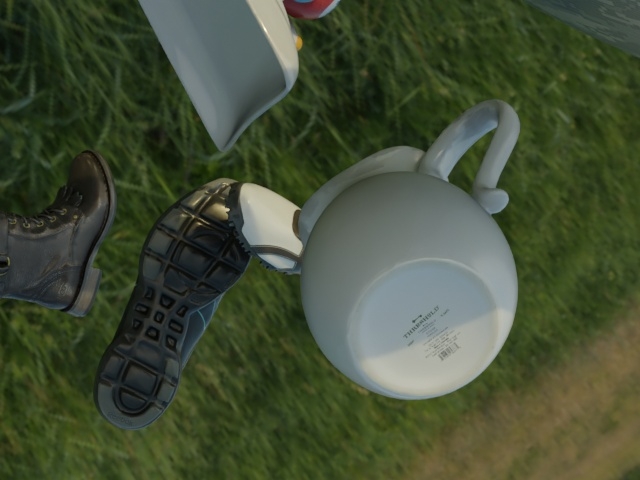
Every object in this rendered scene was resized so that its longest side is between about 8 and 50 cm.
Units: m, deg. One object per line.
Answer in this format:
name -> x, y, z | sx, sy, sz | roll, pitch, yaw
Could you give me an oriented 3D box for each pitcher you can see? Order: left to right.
pitcher -> 0.066, -0.006, 0.659 | 0.178, 0.125, 0.207 | -45, -163, 12

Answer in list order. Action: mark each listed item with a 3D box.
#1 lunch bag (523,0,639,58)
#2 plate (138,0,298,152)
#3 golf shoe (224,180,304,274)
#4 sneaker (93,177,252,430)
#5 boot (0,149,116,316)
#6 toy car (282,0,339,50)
lunch bag -> 0.131, -0.172, 0.442 | 0.287, 0.235, 0.169 | 0, 118, -58
plate -> -0.108, -0.230, 0.936 | 0.045, 0.277, 0.278 | -29, -178, -18
golf shoe -> 0.000, 0.000, 0.992 | 0.094, 0.077, 0.198 | -28, 126, 34
sneaker -> -0.151, 0.057, 1.075 | 0.267, 0.101, 0.106 | -61, -172, -5
boot -> -0.401, -0.022, 1.437 | 0.229, 0.263, 0.091 | 17, 161, -40
toy car -> -0.071, -0.363, 1.784 | 0.219, 0.210, 0.238 | -60, 157, -70
